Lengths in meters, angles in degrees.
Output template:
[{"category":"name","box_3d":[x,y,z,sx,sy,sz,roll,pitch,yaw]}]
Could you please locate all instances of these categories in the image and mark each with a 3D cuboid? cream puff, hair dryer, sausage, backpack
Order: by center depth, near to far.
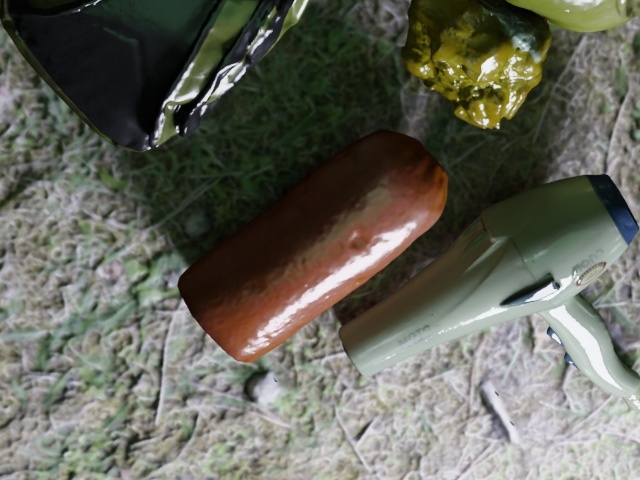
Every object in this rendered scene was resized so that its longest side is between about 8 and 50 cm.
[{"category":"backpack","box_3d":[-0.130,-0.205,1.170,0.253,0.140,0.207,-38,114,11]},{"category":"cream puff","box_3d":[0.130,-0.173,1.233,0.146,0.146,0.116,20,122,-15]},{"category":"sausage","box_3d":[0.000,0.000,1.285,0.259,0.113,0.113,-37,111,7]},{"category":"hair dryer","box_3d":[0.170,0.090,1.362,0.296,0.119,0.298,-13,125,3]}]

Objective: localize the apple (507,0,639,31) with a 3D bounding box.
[{"category":"apple","box_3d":[0.205,-0.310,1.121,0.279,0.279,0.279,-3,111,-8]}]
